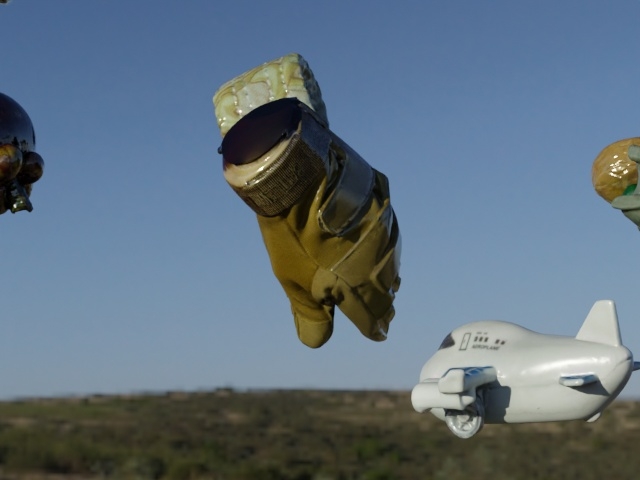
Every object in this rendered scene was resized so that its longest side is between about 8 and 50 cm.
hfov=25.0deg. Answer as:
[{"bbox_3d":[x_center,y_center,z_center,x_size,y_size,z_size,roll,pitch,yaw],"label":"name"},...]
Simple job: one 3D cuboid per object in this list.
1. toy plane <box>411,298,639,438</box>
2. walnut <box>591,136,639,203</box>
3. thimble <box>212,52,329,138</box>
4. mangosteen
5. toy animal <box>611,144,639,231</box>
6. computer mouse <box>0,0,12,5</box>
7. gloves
[{"bbox_3d":[0.216,0.140,1.545,0.267,0.122,0.267,-10,-4,-1],"label":"toy plane"},{"bbox_3d":[0.429,-0.093,1.955,0.124,0.105,0.105,-12,-13,15],"label":"walnut"},{"bbox_3d":[-0.068,-0.177,2.111,0.143,0.190,0.137,-21,-48,9],"label":"thimble"},{"bbox_3d":[-0.324,-0.079,1.397,0.140,0.140,0.140,1,-9,0],"label":"mangosteen"},{"bbox_3d":[0.469,-0.036,1.851,0.138,0.108,0.236,15,-12,47],"label":"toy animal"},{"bbox_3d":[-0.311,-0.278,1.302,0.137,0.086,0.269,43,11,-23],"label":"computer mouse"},{"bbox_3d":[0.013,-0.003,1.527,0.141,0.154,0.331,-10,-45,26],"label":"gloves"}]
